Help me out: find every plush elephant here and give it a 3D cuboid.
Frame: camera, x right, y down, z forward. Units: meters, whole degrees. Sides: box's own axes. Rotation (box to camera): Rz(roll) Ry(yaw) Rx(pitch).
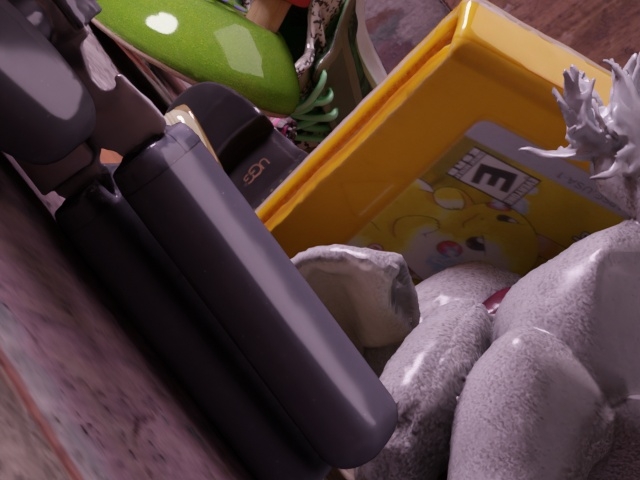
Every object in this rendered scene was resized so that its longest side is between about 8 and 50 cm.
[{"bbox_3d":[0.109,0.093,0.987,0.255,0.272,0.330,143,-53,-60],"label":"plush elephant"}]

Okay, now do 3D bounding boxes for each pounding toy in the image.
[{"bbox_3d":[-0.089,-0.195,1.493,0.183,0.110,0.237,22,13,-29],"label":"pounding toy"}]

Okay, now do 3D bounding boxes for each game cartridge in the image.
[{"bbox_3d":[0.144,0.015,1.141,0.323,0.285,0.053,28,52,-15],"label":"game cartridge"}]

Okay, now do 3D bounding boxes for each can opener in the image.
[{"bbox_3d":[-0.083,-0.003,0.772,0.283,0.076,0.095,53,36,-7],"label":"can opener"}]

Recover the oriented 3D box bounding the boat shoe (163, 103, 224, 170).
[{"bbox_3d":[-0.069,-0.012,1.111,0.153,0.048,0.056,62,-5,24],"label":"boat shoe"}]

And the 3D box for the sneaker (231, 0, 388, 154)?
[{"bbox_3d":[-0.027,-0.158,1.680,0.182,0.158,0.410,-61,148,-58],"label":"sneaker"}]

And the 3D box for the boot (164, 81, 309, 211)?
[{"bbox_3d":[0.000,0.000,1.410,0.263,0.091,0.229,53,4,30],"label":"boot"}]

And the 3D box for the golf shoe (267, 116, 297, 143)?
[{"bbox_3d":[-0.083,-0.092,1.561,0.086,0.067,0.186,23,1,13],"label":"golf shoe"}]
